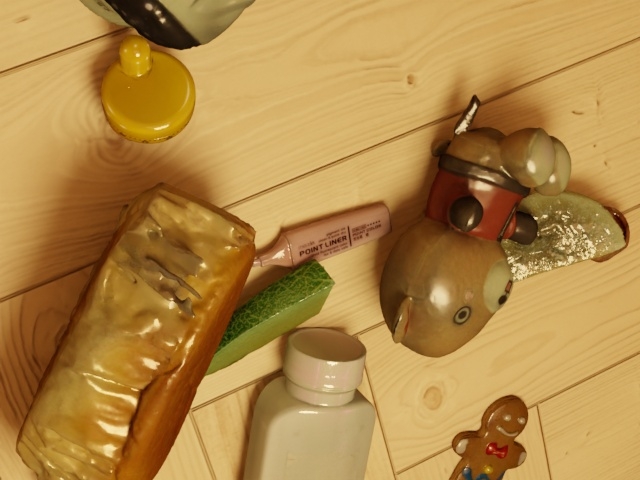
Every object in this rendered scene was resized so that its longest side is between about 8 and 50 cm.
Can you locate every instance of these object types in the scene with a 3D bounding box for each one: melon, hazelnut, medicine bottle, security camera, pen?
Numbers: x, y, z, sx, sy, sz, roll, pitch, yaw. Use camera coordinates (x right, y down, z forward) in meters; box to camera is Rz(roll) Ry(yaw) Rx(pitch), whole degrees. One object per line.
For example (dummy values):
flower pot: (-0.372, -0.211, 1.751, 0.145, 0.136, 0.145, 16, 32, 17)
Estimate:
melon: (-0.089, 0.121, 1.424, 0.261, 0.053, 0.114, -37, 157, 4)
hazelnut: (0.397, -0.010, 1.584, 0.086, 0.086, 0.086, -9, 114, -21)
medicine bottle: (-0.014, 0.271, 1.486, 0.161, 0.111, 0.296, -2, 113, -27)
security camera: (-0.147, -0.289, 1.100, 0.191, 0.277, 0.197, -45, 122, -4)
pen: (0.000, 0.000, 1.428, 0.197, 0.032, 0.053, -20, 118, -18)

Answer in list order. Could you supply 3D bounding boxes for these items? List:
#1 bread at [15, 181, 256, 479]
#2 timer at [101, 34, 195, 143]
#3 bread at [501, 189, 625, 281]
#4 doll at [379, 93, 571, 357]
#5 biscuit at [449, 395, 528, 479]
bread: (-0.202, 0.122, 1.280, 0.183, 0.236, 0.389, 26, 111, -11)
timer: (-0.190, -0.164, 1.229, 0.107, 0.109, 0.107, 2, 71, -7)
bread: (0.314, -0.013, 1.532, 0.193, 0.036, 0.112, -17, 96, 5)
doll: (0.182, -0.009, 1.427, 0.330, 0.174, 0.235, -66, 161, 5)
biscuit: (0.253, 0.328, 1.678, 0.138, 0.031, 0.205, 21, 99, -30)
